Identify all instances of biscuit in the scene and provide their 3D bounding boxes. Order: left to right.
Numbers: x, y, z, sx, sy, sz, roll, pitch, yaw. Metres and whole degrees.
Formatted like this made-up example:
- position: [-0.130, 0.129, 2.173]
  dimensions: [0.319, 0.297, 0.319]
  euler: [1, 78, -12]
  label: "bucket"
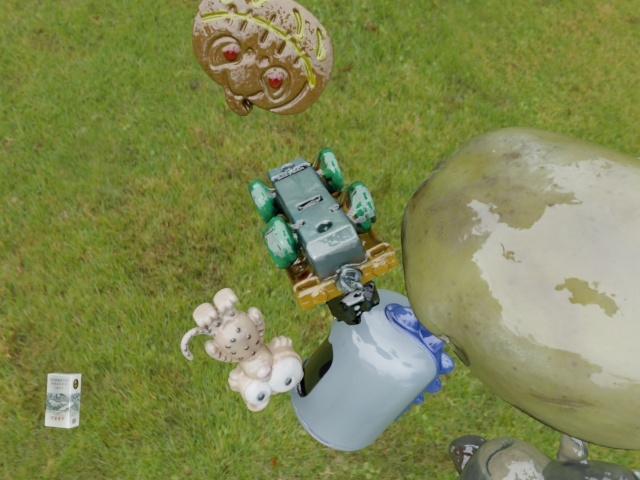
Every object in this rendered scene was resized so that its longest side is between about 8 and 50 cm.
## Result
- position: [-0.162, -0.499, 1.404]
  dimensions: [0.394, 0.350, 0.070]
  euler: [20, 28, -17]
  label: "biscuit"

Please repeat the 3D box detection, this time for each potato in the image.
- position: [0.220, 0.037, 0.445]
  dimensions: [0.326, 0.221, 0.243]
  euler: [27, 62, 20]
  label: "potato"

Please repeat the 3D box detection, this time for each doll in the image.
- position: [-0.143, 0.216, 0.988]
  dimensions: [0.154, 0.278, 0.119]
  euler: [-44, 36, -8]
  label: "doll"
- position: [0.430, 0.516, 0.955]
  dimensions: [0.378, 0.382, 0.252]
  euler: [44, 54, -27]
  label: "doll"

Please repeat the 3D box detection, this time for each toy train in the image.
- position: [0.000, 0.000, 0.924]
  dimensions: [0.178, 0.249, 0.429]
  euler: [-24, 36, -4]
  label: "toy train"

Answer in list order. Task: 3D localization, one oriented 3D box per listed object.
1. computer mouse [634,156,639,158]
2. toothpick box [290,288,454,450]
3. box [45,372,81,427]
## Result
- position: [0.390, -0.054, 0.662]
  dimensions: [0.055, 0.032, 0.110]
  euler: [2, 106, -1]
  label: "computer mouse"
- position: [0.116, 0.262, 1.078]
  dimensions: [0.263, 0.355, 0.263]
  euler: [19, 37, -15]
  label: "toothpick box"
- position: [-0.421, 0.260, 0.839]
  dimensions: [0.054, 0.024, 0.083]
  euler: [-3, 82, 20]
  label: "box"
